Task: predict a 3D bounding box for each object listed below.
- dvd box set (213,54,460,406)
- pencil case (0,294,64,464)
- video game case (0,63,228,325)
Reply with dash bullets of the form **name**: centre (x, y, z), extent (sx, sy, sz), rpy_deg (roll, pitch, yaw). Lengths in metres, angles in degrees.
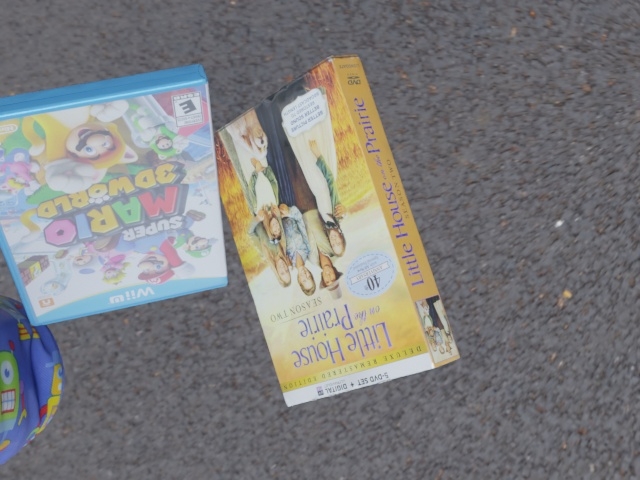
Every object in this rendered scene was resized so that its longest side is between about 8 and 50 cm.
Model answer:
- **dvd box set**: centre (0.000, 0.000, 1.316), extent (0.307, 0.062, 0.420), rpy_deg (-23, 82, 46)
- **pencil case**: centre (-0.246, 0.096, 0.550), extent (0.119, 0.306, 0.133), rpy_deg (-8, 89, 1)
- **video game case**: centre (-0.113, -0.017, 0.509), extent (0.119, 0.166, 0.015), rpy_deg (-12, 53, -11)
